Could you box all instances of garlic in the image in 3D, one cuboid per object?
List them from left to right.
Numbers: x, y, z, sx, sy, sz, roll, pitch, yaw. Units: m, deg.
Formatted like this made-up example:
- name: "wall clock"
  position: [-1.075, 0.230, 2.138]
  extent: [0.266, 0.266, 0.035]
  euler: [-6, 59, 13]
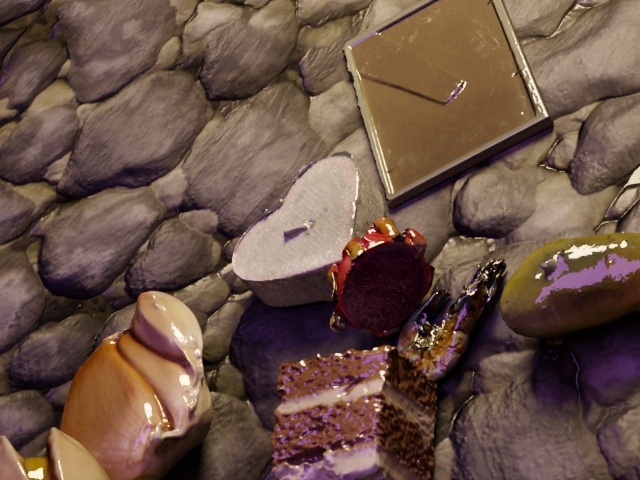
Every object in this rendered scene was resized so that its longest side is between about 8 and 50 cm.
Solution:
- name: "garlic"
  position: [-0.195, 0.193, 1.702]
  extent: [0.217, 0.110, 0.228]
  euler: [-45, 34, 13]

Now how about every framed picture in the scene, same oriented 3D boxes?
- name: "framed picture"
  position: [0.143, -0.188, 1.826]
  extent: [0.213, 0.016, 0.289]
  euler: [-28, 45, 15]

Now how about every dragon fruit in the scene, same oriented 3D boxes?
- name: "dragon fruit"
  position: [0.060, 0.039, 1.645]
  extent: [0.068, 0.112, 0.126]
  euler: [37, 109, 59]

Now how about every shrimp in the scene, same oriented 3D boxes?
- name: "shrimp"
  position: [0.133, 0.076, 1.610]
  extent: [0.091, 0.034, 0.161]
  euler: [25, 74, 45]

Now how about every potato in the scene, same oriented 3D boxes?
- name: "potato"
  position: [0.267, 0.039, 1.512]
  extent: [0.188, 0.085, 0.105]
  euler: [-11, 53, 23]

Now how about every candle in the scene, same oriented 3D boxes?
- name: "candle"
  position: [0.000, 0.000, 1.739]
  extent: [0.192, 0.068, 0.168]
  euler: [-46, 40, -2]

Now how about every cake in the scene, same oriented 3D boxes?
- name: "cake"
  position: [0.036, 0.195, 1.521]
  extent: [0.135, 0.134, 0.147]
  euler: [-15, 59, 26]

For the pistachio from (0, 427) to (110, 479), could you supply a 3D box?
- name: "pistachio"
  position: [-0.261, 0.340, 1.535]
  extent: [0.193, 0.214, 0.318]
  euler: [-12, 72, -21]
